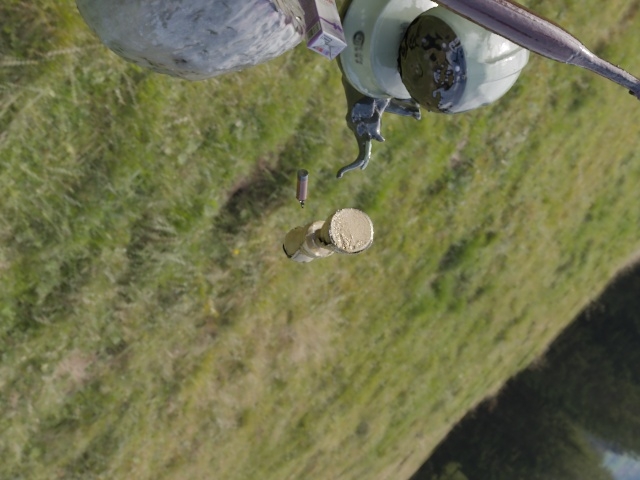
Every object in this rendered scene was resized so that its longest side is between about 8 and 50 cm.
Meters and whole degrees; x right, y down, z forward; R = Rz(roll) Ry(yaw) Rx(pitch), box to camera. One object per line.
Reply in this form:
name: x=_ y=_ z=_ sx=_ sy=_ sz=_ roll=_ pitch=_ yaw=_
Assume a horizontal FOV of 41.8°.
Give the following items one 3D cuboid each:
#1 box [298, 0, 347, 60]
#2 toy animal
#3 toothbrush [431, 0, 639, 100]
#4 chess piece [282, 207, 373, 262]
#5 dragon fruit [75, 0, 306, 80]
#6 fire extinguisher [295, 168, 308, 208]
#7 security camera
box: x=0.000 y=-0.310 z=1.173 sx=0.051 sy=0.117 sz=0.036 roll=23 pitch=133 yaw=-38
toy animal: x=0.101 y=-0.231 z=1.411 sx=0.082 sy=0.137 sz=0.269 roll=68 pitch=25 yaw=-76
toothbrush: x=0.204 y=-0.213 z=0.840 sx=0.364 sy=0.041 sz=0.040 roll=20 pitch=116 yaw=-21
chess piece: x=0.000 y=-0.001 z=1.038 sx=0.060 sy=0.060 sz=0.172 roll=-35 pitch=-172 yaw=-26
dragon fruit: x=-0.171 y=-0.291 z=0.928 sx=0.221 sy=0.204 sz=0.283 roll=-25 pitch=117 yaw=18
fire extinguisher: x=-0.035 y=-0.097 z=1.598 sx=0.023 sy=0.028 sz=0.083 roll=-10 pitch=140 yaw=-14
security camera: x=0.165 y=-0.274 z=1.203 sx=0.191 sy=0.277 sz=0.196 roll=-19 pitch=123 yaw=-31
